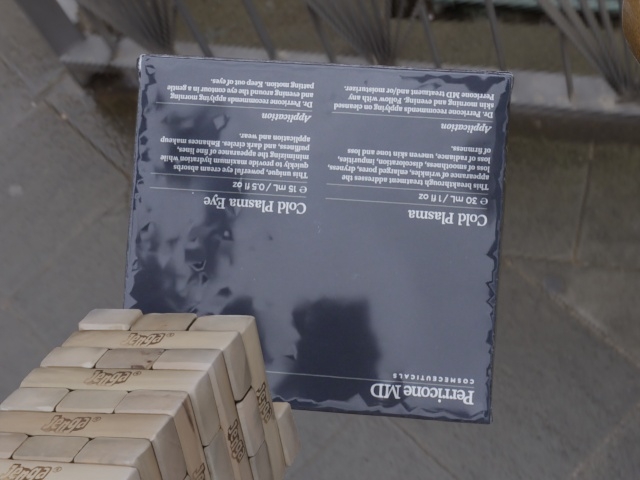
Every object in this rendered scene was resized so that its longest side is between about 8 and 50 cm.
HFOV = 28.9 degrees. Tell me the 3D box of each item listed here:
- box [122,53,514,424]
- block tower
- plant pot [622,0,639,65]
[{"bbox_3d":[0.000,0.000,1.177,0.343,0.179,0.312,4,87,6],"label":"box"},{"bbox_3d":[-0.113,0.140,0.477,0.091,0.097,0.335,-1,25,22],"label":"block tower"},{"bbox_3d":[0.295,-0.048,0.580,0.237,0.237,0.254,-17,59,7],"label":"plant pot"}]
